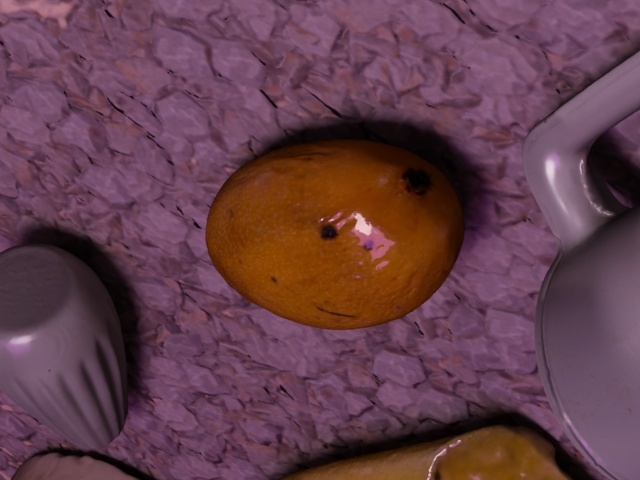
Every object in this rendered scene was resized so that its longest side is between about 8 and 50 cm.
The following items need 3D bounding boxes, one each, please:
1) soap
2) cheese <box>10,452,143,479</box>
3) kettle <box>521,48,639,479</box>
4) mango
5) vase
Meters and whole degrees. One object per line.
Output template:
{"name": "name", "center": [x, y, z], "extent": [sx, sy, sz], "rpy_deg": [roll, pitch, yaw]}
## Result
{"name": "soap", "center": [0.095, 0.306, 1.595], "extent": [0.306, 0.115, 0.427], "rpy_deg": [38, 143, -18]}
{"name": "cheese", "center": [-0.214, 0.379, 1.862], "extent": [0.332, 0.153, 0.292], "rpy_deg": [31, 144, 0]}
{"name": "kettle", "center": [0.276, 0.011, 1.043], "extent": [0.265, 0.205, 0.318], "rpy_deg": [36, 146, -14]}
{"name": "mango", "center": [-0.001, 0.004, 1.295], "extent": [0.157, 0.109, 0.262], "rpy_deg": [38, 145, -19]}
{"name": "vase", "center": [-0.233, 0.107, 1.572], "extent": [0.128, 0.128, 0.248], "rpy_deg": [15, 151, 19]}
